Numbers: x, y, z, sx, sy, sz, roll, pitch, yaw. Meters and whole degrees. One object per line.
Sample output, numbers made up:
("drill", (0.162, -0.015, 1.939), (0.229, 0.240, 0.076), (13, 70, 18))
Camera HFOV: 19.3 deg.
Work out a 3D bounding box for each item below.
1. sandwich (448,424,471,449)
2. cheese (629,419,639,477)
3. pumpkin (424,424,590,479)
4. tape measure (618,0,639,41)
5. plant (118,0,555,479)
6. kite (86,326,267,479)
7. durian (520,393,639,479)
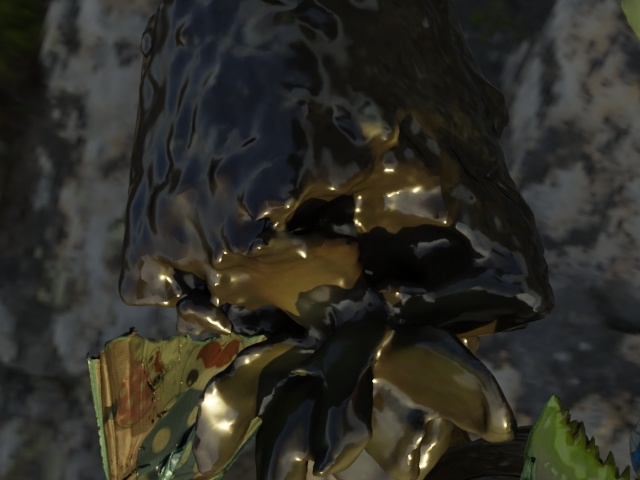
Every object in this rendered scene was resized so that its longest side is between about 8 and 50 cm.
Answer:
("sandwich", (0.094, 0.186, 1.830), (0.088, 0.244, 0.090), (-27, 42, 1))
("cheese", (0.359, 0.138, 1.736), (0.069, 0.177, 0.270), (36, 128, 12))
("pumpkin", (0.089, 0.164, 1.178), (0.254, 0.130, 0.149), (122, 162, -59))
("tape measure", (0.153, -0.103, 0.512), (0.235, 0.115, 0.207), (22, 55, 7))
("plant", (0.000, 0.000, 0.970), (0.199, 0.188, 0.276), (-25, 69, 49))
("kite", (-0.067, 0.084, 1.223), (0.011, 0.335, 0.314), (26, 98, 22))
("durian", (0.156, 0.262, 0.867), (0.157, 0.169, 0.355), (-36, 48, 24))
